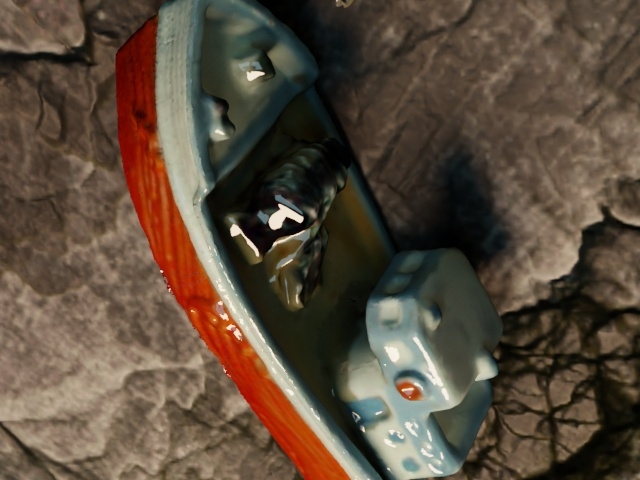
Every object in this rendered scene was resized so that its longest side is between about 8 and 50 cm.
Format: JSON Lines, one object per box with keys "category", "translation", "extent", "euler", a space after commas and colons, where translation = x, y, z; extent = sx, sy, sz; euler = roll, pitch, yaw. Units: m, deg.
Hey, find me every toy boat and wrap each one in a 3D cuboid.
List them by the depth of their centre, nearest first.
{"category": "toy boat", "translation": [0.000, 0.000, 0.867], "extent": [0.133, 0.145, 0.332], "euler": [-13, 117, 38]}

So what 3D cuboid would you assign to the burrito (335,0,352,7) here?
{"category": "burrito", "translation": [0.027, -0.195, 0.815], "extent": [0.055, 0.041, 0.149], "euler": [27, 125, -12]}
